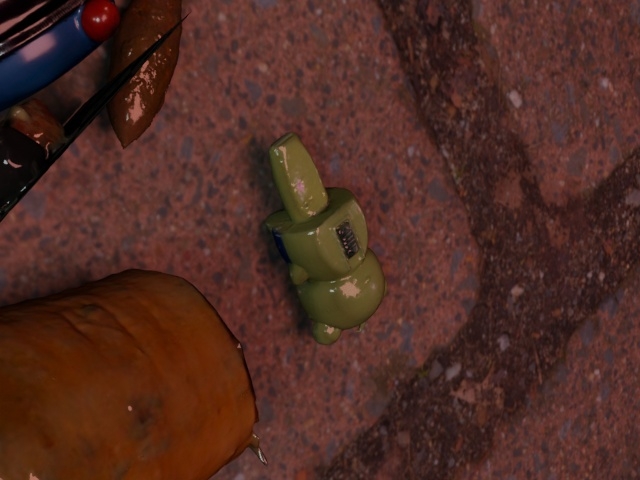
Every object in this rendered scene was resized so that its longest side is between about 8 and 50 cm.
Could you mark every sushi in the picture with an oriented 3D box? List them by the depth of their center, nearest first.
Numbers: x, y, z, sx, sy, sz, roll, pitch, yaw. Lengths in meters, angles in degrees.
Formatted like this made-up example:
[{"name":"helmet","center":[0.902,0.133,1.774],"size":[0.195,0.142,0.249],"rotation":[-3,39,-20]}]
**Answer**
[{"name":"sushi","center":[-0.228,-0.054,0.805],"size":[0.050,0.290,0.264],"rotation":[43,67,-14]}]

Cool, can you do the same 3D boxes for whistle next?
[{"name":"whistle","center":[0.000,0.000,1.126],"size":[0.105,0.085,0.227],"rotation":[-41,121,-31]}]

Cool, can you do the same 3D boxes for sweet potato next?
[{"name":"sweet potato","center":[-0.148,-0.175,1.000],"size":[0.068,0.060,0.205],"rotation":[51,52,-76]}]

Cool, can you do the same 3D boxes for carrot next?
[{"name":"carrot","center":[-0.221,0.152,0.858],"size":[0.341,0.224,0.224],"rotation":[-26,111,-40]}]

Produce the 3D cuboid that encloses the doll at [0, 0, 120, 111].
[{"name":"doll","center":[-0.273,-0.240,0.769],"size":[0.310,0.240,0.284],"rotation":[61,27,-25]}]
